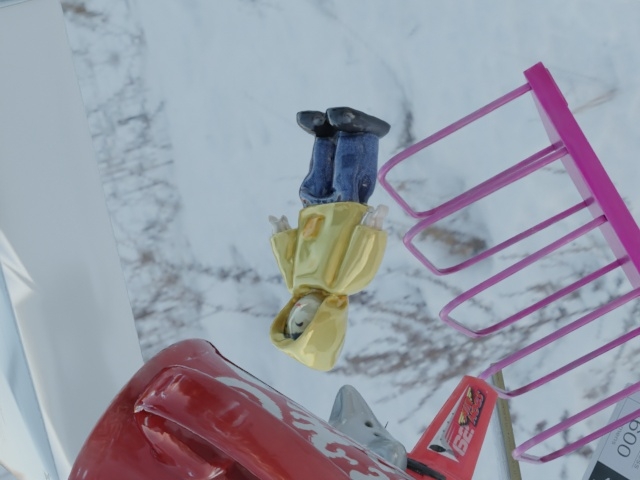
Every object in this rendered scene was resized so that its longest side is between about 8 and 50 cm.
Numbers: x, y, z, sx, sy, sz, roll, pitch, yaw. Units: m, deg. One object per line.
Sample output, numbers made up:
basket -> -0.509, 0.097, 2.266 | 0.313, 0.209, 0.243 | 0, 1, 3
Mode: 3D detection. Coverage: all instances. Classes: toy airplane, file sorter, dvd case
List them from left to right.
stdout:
toy airplane -> 0.096, 0.161, 0.775 | 0.151, 0.151, 0.028 | 46, 162, 28
dvd case -> 0.239, 0.275, 1.584 | 0.164, 0.018, 0.221 | 75, -174, -78
file sorter -> 0.198, 0.035, 1.091 | 0.182, 0.202, 0.290 | -29, 70, 9

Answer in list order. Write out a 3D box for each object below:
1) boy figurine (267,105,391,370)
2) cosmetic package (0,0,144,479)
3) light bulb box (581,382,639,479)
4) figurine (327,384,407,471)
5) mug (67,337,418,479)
boy figurine -> 0.000, 0.000, 1.359 | 0.177, 0.092, 0.285 | 4, 80, 46
cosmetic package -> -0.257, -0.003, 0.948 | 0.284, 0.097, 0.377 | 21, 126, 53
light bulb box -> 0.399, 0.373, 1.115 | 0.361, 0.225, 0.357 | 26, 93, 58
figurine -> 0.048, 0.220, 0.748 | 0.215, 0.092, 0.209 | 50, 143, 42
mug -> -0.016, 0.126, 0.501 | 0.169, 0.150, 0.113 | 27, 90, 20
